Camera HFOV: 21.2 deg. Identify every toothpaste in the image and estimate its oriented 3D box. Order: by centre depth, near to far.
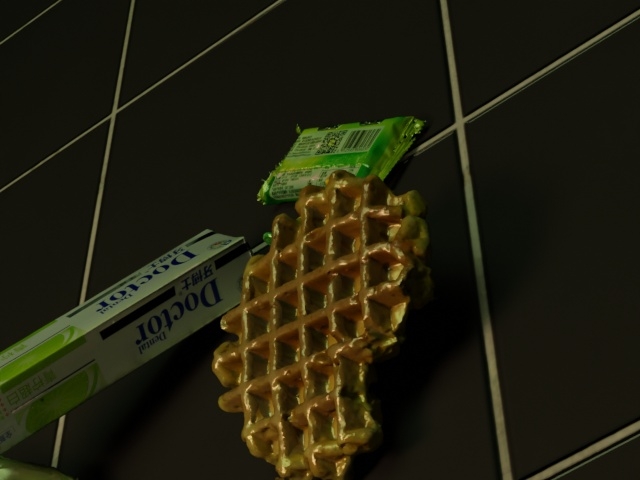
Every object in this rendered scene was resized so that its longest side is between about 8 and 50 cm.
[{"bbox_3d":[-0.210,0.097,1.616,0.336,0.067,0.081,-32,23,-25],"label":"toothpaste"}]

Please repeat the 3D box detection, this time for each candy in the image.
[{"bbox_3d":[0.018,-0.078,1.714,0.178,0.032,0.102,-3,51,48],"label":"candy"}]

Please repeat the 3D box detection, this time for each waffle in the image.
[{"bbox_3d":[0.009,0.067,1.414,0.253,0.056,0.249,-53,42,16],"label":"waffle"}]

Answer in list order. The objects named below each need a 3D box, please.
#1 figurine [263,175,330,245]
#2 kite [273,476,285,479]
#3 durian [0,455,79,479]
[{"bbox_3d":[0.000,0.000,1.548,0.095,0.115,0.156,-23,9,-34],"label":"figurine"},{"bbox_3d":[-0.086,0.295,1.363,0.141,0.015,0.245,-18,38,34],"label":"kite"},{"bbox_3d":[-0.317,0.238,1.541,0.394,0.198,0.163,2,51,50],"label":"durian"}]
